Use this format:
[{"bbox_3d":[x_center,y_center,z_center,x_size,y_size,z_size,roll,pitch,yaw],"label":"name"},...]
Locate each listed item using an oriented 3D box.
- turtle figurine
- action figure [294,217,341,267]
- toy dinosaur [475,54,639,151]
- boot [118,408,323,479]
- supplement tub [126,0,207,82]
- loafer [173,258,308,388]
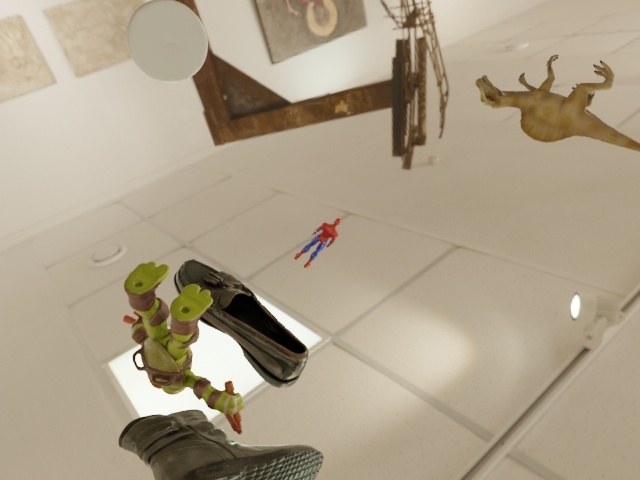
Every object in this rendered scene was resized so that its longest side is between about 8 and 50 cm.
[{"bbox_3d":[-0.204,0.134,0.648,0.269,0.217,0.087,35,-133,29],"label":"turtle figurine"},{"bbox_3d":[0.000,0.000,0.819,0.115,0.038,0.030,-47,178,40],"label":"action figure"},{"bbox_3d":[0.249,-0.130,0.497,0.183,0.053,0.092,33,-104,28],"label":"toy dinosaur"},{"bbox_3d":[-0.121,0.271,0.653,0.247,0.083,0.161,17,-172,-46],"label":"boot"},{"bbox_3d":[-0.148,-0.191,0.476,0.071,0.071,0.107,-22,-152,-9],"label":"supplement tub"},{"bbox_3d":[-0.121,0.113,0.791,0.267,0.084,0.096,41,-138,11],"label":"loafer"}]
